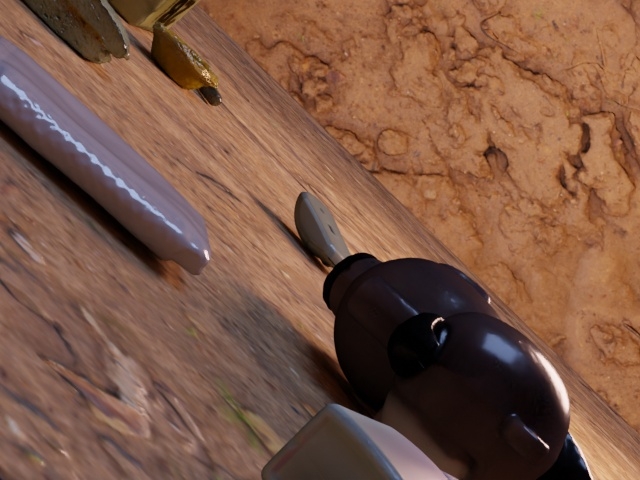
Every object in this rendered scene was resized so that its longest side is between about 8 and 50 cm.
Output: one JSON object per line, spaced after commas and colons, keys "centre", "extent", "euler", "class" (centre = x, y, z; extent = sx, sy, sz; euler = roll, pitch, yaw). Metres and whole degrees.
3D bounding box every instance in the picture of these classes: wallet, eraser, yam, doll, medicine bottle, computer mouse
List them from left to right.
{"centre": [-0.138, -0.052, 0.881], "extent": [0.183, 0.032, 0.124], "euler": [41, 7, -15], "class": "wallet"}
{"centre": [-0.195, -0.317, 1.858], "extent": [0.058, 0.117, 0.172], "euler": [49, 6, 0], "class": "eraser"}
{"centre": [-0.141, -0.191, 1.811], "extent": [0.021, 0.021, 0.116], "euler": [41, 7, -30], "class": "yam"}
{"centre": [0.000, 0.000, 1.434], "extent": [0.056, 0.032, 0.110], "euler": [37, 20, -46], "class": "computer mouse"}
{"centre": [0.032, 0.126, 0.694], "extent": [0.074, 0.055, 0.118], "euler": [47, 8, 28], "class": "medicine bottle"}
{"centre": [0.080, 0.086, 0.984], "extent": [0.182, 0.117, 0.257], "euler": [39, 7, -28], "class": "doll"}

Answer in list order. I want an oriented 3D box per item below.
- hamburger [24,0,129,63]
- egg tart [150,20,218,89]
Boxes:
{"centre": [-0.212, -0.201, 1.302], "extent": [0.121, 0.054, 0.084], "euler": [47, 2, -6], "class": "hamburger"}
{"centre": [-0.161, -0.207, 1.697], "extent": [0.105, 0.039, 0.105], "euler": [44, 7, -6], "class": "egg tart"}
